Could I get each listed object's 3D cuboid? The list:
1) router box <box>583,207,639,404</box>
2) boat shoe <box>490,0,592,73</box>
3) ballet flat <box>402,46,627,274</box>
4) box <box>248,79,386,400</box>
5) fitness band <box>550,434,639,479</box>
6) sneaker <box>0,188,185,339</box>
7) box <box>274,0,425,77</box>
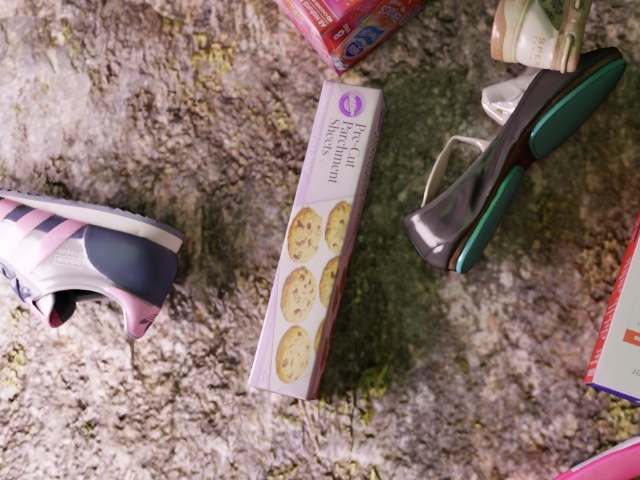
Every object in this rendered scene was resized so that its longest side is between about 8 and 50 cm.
[{"bbox_3d":[0.450,0.047,0.792,0.335,0.082,0.301,20,84,13],"label":"router box"},{"bbox_3d":[0.264,-0.281,0.860,0.089,0.104,0.285,24,75,22],"label":"boat shoe"},{"bbox_3d":[0.182,-0.097,0.865,0.096,0.095,0.280,39,88,23],"label":"ballet flat"},{"bbox_3d":[0.000,0.000,0.893,0.067,0.063,0.324,13,82,11],"label":"box"},{"bbox_3d":[0.283,0.305,0.791,0.291,0.054,0.209,-31,76,5],"label":"fitness band"},{"bbox_3d":[-0.310,0.020,0.922,0.319,0.112,0.131,9,79,13],"label":"sneaker"},{"bbox_3d":[-0.017,-0.320,0.924,0.128,0.122,0.257,-38,76,3],"label":"box"}]
